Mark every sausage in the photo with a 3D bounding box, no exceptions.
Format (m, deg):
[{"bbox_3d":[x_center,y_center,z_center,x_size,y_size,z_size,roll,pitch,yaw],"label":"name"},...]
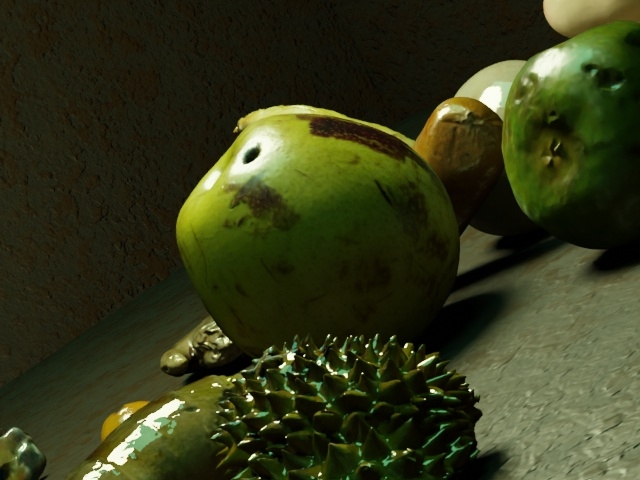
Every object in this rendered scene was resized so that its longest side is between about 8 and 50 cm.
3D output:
[{"bbox_3d":[0.120,-0.042,1.671,0.109,0.109,0.270,-38,-18,-51],"label":"sausage"}]

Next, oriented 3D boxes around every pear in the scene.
[{"bbox_3d":[0.000,0.000,1.530,0.284,0.283,0.283,-30,6,4],"label":"pear"}]

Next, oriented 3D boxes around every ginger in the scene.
[{"bbox_3d":[-0.149,0.210,1.347,0.263,0.116,0.109,-41,-29,-39],"label":"ginger"},{"bbox_3d":[-0.109,0.118,2.000,0.333,0.080,0.166,-22,-1,40],"label":"ginger"}]

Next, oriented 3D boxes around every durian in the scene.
[{"bbox_3d":[0.003,0.139,1.085,0.183,0.138,0.250,-24,7,-35],"label":"durian"}]

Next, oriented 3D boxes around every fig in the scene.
[{"bbox_3d":[0.308,-0.103,1.432,0.275,0.206,0.206,-11,-7,-37],"label":"fig"}]

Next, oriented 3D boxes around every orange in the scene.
[{"bbox_3d":[-0.215,0.218,1.779,0.086,0.062,0.086,-30,9,5],"label":"orange"}]

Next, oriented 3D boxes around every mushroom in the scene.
[{"bbox_3d":[0.239,-0.100,1.762,0.204,0.204,0.204,-30,6,4],"label":"mushroom"}]

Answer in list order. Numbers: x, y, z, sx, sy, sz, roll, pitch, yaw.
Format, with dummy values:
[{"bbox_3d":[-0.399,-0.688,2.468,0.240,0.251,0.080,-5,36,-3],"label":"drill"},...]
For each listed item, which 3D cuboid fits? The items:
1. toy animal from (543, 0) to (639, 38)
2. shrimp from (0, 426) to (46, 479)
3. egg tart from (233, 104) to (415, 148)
[{"bbox_3d":[0.346,-0.260,1.708,0.277,0.247,0.345,-24,39,40],"label":"toy animal"},{"bbox_3d":[-0.483,0.349,1.845,0.221,0.110,0.445,-20,14,32],"label":"shrimp"},{"bbox_3d":[0.025,-0.090,2.329,0.345,0.345,0.132,-14,57,70],"label":"egg tart"}]
